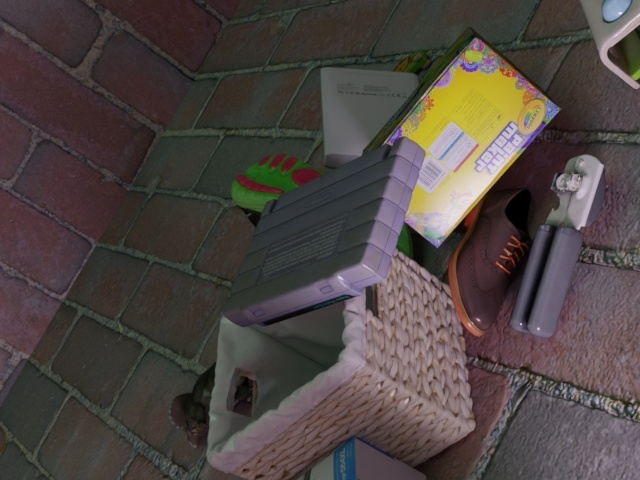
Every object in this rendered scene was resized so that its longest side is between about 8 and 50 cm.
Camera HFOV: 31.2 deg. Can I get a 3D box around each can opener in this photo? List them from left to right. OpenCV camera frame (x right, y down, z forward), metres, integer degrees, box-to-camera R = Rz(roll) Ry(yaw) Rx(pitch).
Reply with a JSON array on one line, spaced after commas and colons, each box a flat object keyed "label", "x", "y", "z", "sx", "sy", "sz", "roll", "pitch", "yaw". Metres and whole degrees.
[{"label": "can opener", "x": 0.354, "y": 0.007, "z": 1.653, "sx": 0.074, "sy": 0.093, "sz": 0.280, "roll": 9, "pitch": 76, "yaw": 58}]

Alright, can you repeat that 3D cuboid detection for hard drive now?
[{"label": "hard drive", "x": 0.103, "y": -0.239, "z": 2.238, "sx": 0.307, "sy": 0.203, "sz": 0.040, "roll": -92, "pitch": 7, "yaw": -50}]

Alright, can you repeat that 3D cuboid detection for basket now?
[{"label": "basket", "x": 0.027, "y": 0.200, "z": 1.770, "sx": 0.331, "sy": 0.266, "sz": 0.328, "roll": -39, "pitch": 30, "yaw": 29}]

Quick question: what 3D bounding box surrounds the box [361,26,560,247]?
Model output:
[{"label": "box", "x": 0.218, "y": -0.179, "z": 1.882, "sx": 0.290, "sy": 0.177, "sz": 0.279, "roll": -49, "pitch": 6, "yaw": 14}]

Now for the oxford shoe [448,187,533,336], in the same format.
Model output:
[{"label": "oxford shoe", "x": 0.267, "y": 0.022, "z": 1.760, "sx": 0.098, "sy": 0.097, "sz": 0.271, "roll": -24, "pitch": 39, "yaw": 41}]

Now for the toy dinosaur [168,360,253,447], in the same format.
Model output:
[{"label": "toy dinosaur", "x": -0.195, "y": 0.293, "z": 2.213, "sx": 0.313, "sy": 0.121, "sz": 0.160, "roll": -52, "pitch": 39, "yaw": 17}]

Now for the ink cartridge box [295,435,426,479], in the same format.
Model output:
[{"label": "ink cartridge box", "x": 0.036, "y": 0.393, "z": 1.665, "sx": 0.203, "sy": 0.148, "sz": 0.085, "roll": -40, "pitch": 31, "yaw": 29}]

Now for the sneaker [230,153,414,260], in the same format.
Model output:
[{"label": "sneaker", "x": 0.022, "y": -0.014, "z": 2.154, "sx": 0.185, "sy": 0.202, "sz": 0.483, "roll": -39, "pitch": 40, "yaw": -13}]

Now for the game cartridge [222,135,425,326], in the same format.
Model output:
[{"label": "game cartridge", "x": 0.000, "y": 0.000, "z": 1.682, "sx": 0.355, "sy": 0.068, "sz": 0.230, "roll": -22, "pitch": 45, "yaw": 51}]

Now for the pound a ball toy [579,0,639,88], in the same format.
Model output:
[{"label": "pound a ball toy", "x": 0.506, "y": -0.420, "z": 1.809, "sx": 0.208, "sy": 0.136, "sz": 0.319, "roll": -41, "pitch": 31, "yaw": 29}]

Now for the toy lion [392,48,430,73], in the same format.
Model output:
[{"label": "toy lion", "x": 0.184, "y": -0.365, "z": 2.421, "sx": 0.100, "sy": 0.034, "sz": 0.096, "roll": -46, "pitch": 20, "yaw": 20}]
